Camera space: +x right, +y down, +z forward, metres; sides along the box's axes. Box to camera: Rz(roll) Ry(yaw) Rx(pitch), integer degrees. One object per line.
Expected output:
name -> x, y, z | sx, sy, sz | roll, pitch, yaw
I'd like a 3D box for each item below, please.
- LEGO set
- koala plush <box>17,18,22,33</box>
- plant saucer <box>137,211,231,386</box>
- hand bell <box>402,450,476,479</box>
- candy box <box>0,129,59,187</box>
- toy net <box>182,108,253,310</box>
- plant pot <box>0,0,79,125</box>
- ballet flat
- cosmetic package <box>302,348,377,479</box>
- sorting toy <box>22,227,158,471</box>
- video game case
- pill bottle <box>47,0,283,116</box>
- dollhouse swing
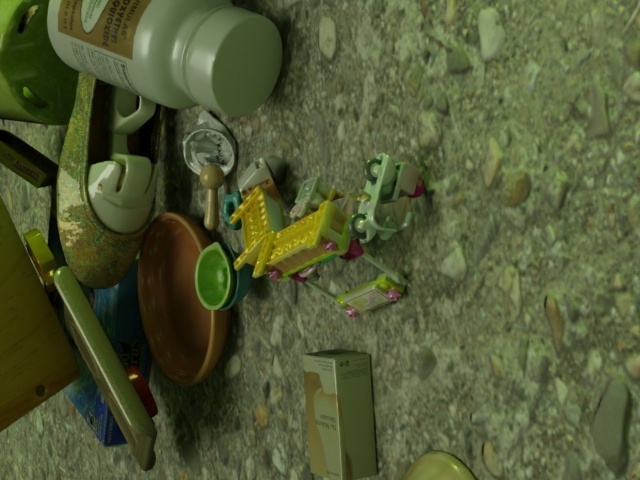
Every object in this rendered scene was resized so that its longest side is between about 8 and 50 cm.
LEGO set -> 0.000, 0.000, 1.154 | 0.287, 0.107, 0.132 | 3, 62, 63
koala plush -> -0.569, -0.357, 1.870 | 0.203, 0.221, 0.196 | -41, 60, 53
plant saucer -> -0.153, 0.066, 1.436 | 0.200, 0.037, 0.200 | 16, 109, 56
hand bell -> 0.006, 0.251, 1.010 | 0.126, 0.242, 0.126 | 14, 106, 58
candy box -> -0.399, -0.111, 1.676 | 0.027, 0.105, 0.206 | -52, 7, 1
toy net -> -0.104, -0.047, 1.323 | 0.122, 0.045, 0.232 | -43, 56, 46
plant pot -> -0.384, -0.254, 1.584 | 0.254, 0.276, 0.276 | 21, 113, 43
ballet flat -> -0.225, -0.118, 1.425 | 0.123, 0.123, 0.349 | 0, 84, 58
cosmetic package -> 0.017, 0.161, 1.169 | 0.060, 0.041, 0.115 | -1, 93, 58
sorting toy -> -0.260, 0.108, 1.447 | 0.307, 0.041, 0.229 | 59, 165, 14
video game case -> -0.296, 0.092, 1.652 | 0.244, 0.061, 0.270 | 40, 128, 50
pill bottle -> -0.156, -0.205, 1.269 | 0.229, 0.131, 0.131 | 24, 117, 34
dollhouse swing -> -0.506, 0.048, 1.577 | 0.305, 0.315, 0.347 | 5, 122, 49
